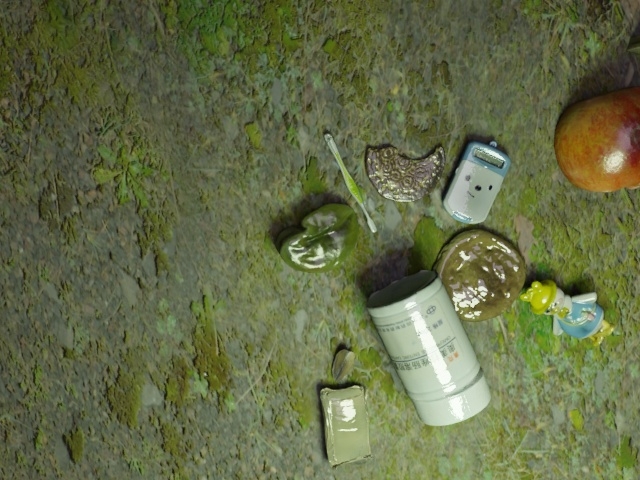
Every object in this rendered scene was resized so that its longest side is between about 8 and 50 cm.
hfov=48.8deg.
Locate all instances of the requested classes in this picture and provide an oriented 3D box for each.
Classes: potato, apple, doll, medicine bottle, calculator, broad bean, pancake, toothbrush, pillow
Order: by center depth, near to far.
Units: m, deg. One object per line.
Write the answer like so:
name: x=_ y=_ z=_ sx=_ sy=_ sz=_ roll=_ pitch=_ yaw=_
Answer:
broad bean: x=-0.001 y=-0.001 z=1.665 sx=0.206 sy=0.072 sz=0.153 roll=-22 pitch=111 yaw=-5
medicine bottle: x=0.257 y=0.256 z=1.667 sx=0.189 sy=0.190 sz=0.332 roll=-26 pitch=99 yaw=-3
apple: x=0.725 y=-0.233 z=1.672 sx=0.292 sy=0.163 sz=0.252 roll=-12 pitch=97 yaw=-3
toothbrush: x=0.073 y=-0.136 z=1.679 sx=0.022 sy=0.026 sz=0.263 roll=-28 pitch=100 yaw=-9
pancake: x=0.200 y=-0.180 z=1.692 sx=0.190 sy=0.020 sz=0.184 roll=36 pitch=93 yaw=-10
calculator: x=0.377 y=-0.144 z=1.706 sx=0.121 sy=0.039 sz=0.210 roll=24 pitch=93 yaw=-10
pancake: x=0.388 y=0.087 z=1.731 sx=0.241 sy=0.050 sz=0.242 roll=-1 pitch=97 yaw=-7
potato: x=0.056 y=0.298 z=1.732 sx=0.037 sy=0.036 sz=0.093 roll=1 pitch=120 yaw=-42
pillow: x=0.064 y=0.452 z=1.738 sx=0.119 sy=0.053 sz=0.208 roll=-6 pitch=98 yaw=-10
doll: x=0.606 y=0.171 z=1.744 sx=0.240 sy=0.135 sz=0.099 roll=27 pitch=65 yaw=-10

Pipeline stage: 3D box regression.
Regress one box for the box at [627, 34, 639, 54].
box: x=0.794 y=-0.464 z=1.689 sx=0.079 sy=0.083 sz=0.035 roll=17 pitch=95 yaw=-9
